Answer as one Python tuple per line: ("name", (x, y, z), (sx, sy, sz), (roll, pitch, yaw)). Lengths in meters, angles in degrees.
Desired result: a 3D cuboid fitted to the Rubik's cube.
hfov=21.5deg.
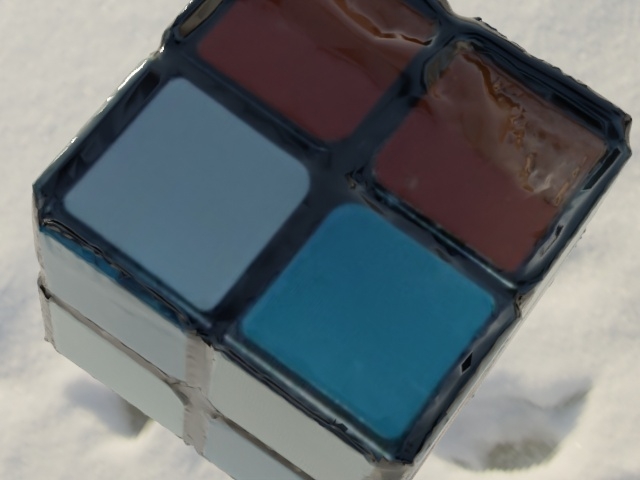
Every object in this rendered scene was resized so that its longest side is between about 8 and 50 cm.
("Rubik's cube", (0.000, 0.000, 0.710), (0.183, 0.167, 0.180), (32, 69, 8))
